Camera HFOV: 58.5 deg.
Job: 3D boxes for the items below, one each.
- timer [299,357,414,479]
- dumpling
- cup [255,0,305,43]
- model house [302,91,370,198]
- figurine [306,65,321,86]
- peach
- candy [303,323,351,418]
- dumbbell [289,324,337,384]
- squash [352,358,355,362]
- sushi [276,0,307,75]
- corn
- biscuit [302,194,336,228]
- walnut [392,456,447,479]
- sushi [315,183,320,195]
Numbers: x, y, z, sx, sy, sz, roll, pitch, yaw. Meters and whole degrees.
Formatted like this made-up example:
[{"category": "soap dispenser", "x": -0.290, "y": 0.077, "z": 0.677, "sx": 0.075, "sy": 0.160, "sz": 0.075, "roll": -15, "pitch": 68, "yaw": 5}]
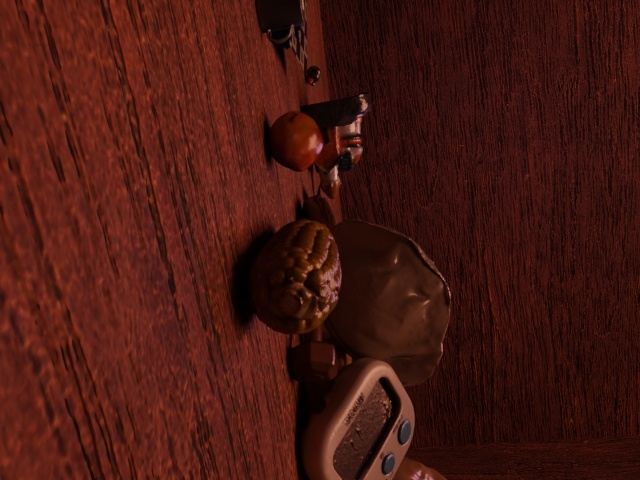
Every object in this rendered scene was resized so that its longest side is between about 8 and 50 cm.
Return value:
[{"category": "timer", "x": 0.074, "y": 0.369, "z": 1.088, "sx": 0.262, "sy": 0.087, "sz": 0.237, "roll": -50, "pitch": 123, "yaw": -34}, {"category": "dumpling", "x": 0.125, "y": 0.121, "z": 1.163, "sx": 0.181, "sy": 0.260, "sz": 0.341, "roll": 10, "pitch": 46, "yaw": -53}, {"category": "cup", "x": -0.068, "y": -0.397, "z": 1.003, "sx": 0.078, "sy": 0.076, "sz": 0.100, "roll": -6, "pitch": 91, "yaw": -85}, {"category": "model house", "x": 0.059, "y": -0.275, "z": 1.681, "sx": 0.271, "sy": 0.190, "sz": 0.301, "roll": -81, "pitch": 167, "yaw": -76}, {"category": "figurine", "x": -0.025, "y": -0.511, "z": 1.792, "sx": 0.060, "sy": 0.047, "sz": 0.106, "roll": -59, "pitch": -176, "yaw": 3}, {"category": "peach", "x": -0.046, "y": -0.168, "z": 0.975, "sx": 0.101, "sy": 0.100, "sz": 0.101, "roll": -5, "pitch": 90, "yaw": -85}, {"category": "candy", "x": 0.020, "y": 0.276, "z": 1.265, "sx": 0.276, "sy": 0.087, "sz": 0.146, "roll": -82, "pitch": 167, "yaw": -69}, {"category": "dumbbell", "x": -0.013, "y": 0.146, "z": 1.048, "sx": 0.092, "sy": 0.081, "sz": 0.231, "roll": 76, "pitch": 10, "yaw": -53}, {"category": "squash", "x": 0.088, "y": 0.363, "z": 1.515, "sx": 0.123, "sy": 0.122, "sz": 0.187, "roll": -88, "pitch": -169, "yaw": -55}, {"category": "sushi", "x": -0.069, "y": -0.484, "z": 1.221, "sx": 0.192, "sy": 0.050, "sz": 0.215, "roll": 15, "pitch": 75, "yaw": -81}, {"category": "corn", "x": -0.031, "y": 0.036, "z": 0.803, "sx": 0.363, "sy": 0.120, "sz": 0.121, "roll": -88, "pitch": 172, "yaw": -81}, {"category": "biscuit", "x": 0.000, "y": 0.000, "z": 1.308, "sx": 0.181, "sy": 0.049, "sz": 0.208, "roll": -172, "pitch": -107, "yaw": -76}, {"category": "walnut", "x": 0.189, "y": 0.724, "z": 1.419, "sx": 0.381, "sy": 0.380, "sz": 0.382, "roll": -5, "pitch": 90, "yaw": -85}, {"category": "sushi", "x": -0.016, "y": -0.040, "z": 1.479, "sx": 0.139, "sy": 0.031, "sz": 0.201, "roll": 110, "pitch": -23, "yaw": -77}]
